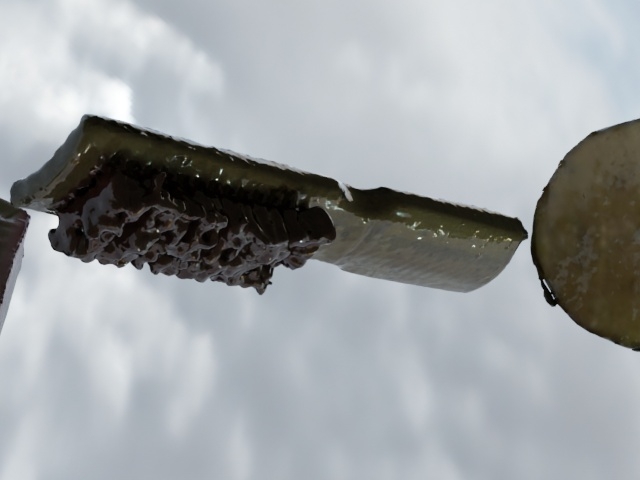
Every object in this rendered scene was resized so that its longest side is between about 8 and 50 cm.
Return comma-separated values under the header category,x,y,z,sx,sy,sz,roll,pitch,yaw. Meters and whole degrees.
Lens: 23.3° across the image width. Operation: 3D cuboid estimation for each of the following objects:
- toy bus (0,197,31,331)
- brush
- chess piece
category,x,y,z,sx,sy,sz,roll,pitch,yaw
toy bus,-0.319,0.046,1.309,0.112,0.090,0.274,11,-151,-7
brush,0.000,0.000,0.550,0.248,0.043,0.036,12,-133,-51
chess piece,0.254,-0.002,0.914,0.301,0.137,0.137,1,-123,-54
